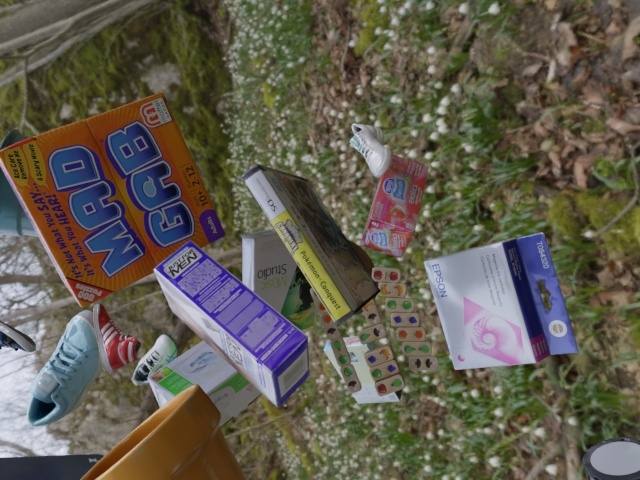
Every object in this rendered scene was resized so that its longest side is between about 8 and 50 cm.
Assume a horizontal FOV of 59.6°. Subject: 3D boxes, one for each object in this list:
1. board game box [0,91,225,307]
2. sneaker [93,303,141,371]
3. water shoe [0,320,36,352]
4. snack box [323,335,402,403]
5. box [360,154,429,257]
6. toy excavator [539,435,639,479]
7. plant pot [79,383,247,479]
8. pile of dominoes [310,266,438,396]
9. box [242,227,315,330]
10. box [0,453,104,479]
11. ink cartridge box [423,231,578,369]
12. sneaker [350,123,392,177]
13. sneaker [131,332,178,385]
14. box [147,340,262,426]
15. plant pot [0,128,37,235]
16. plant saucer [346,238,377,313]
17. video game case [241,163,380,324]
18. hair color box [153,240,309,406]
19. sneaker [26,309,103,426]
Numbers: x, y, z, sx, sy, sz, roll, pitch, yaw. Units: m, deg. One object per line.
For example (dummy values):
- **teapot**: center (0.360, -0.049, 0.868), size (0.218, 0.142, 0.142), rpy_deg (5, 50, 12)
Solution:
- **board game box**: center (-0.508, -0.107, 1.344), size (0.356, 0.356, 0.356), rpy_deg (11, 125, 60)
- **sneaker**: center (-0.345, 0.158, 0.953), size (0.042, 0.067, 0.118), rpy_deg (104, 148, -71)
- **water shoe**: center (-0.807, 0.243, 1.391), size (0.080, 0.203, 0.073), rpy_deg (-61, -5, -17)
- **snack box**: center (0.167, 0.499, 2.143), size (0.322, 0.187, 0.060), rpy_deg (60, -146, -28)
- **box**: center (0.206, -0.098, 1.536), size (0.128, 0.122, 0.257), rpy_deg (107, -178, -53)
- **toy excavator**: center (0.526, 0.415, 0.664), size (0.222, 0.433, 0.445), rpy_deg (70, 164, -8)
- **plant pot**: center (-0.185, 0.330, 0.739), size (0.188, 0.205, 0.205), rpy_deg (51, -160, -2)
- **pile of dominoes**: center (0.109, 0.181, 1.131), size (0.040, 0.196, 0.251), rpy_deg (4, -115, -83)
- **box**: center (-0.112, 0.121, 1.574), size (0.232, 0.058, 0.322), rpy_deg (-14, -66, -41)
- **box**: center (-0.660, 0.844, 1.328), size (0.297, 0.480, 0.472), rpy_deg (14, -88, -34)
- **ink cartridge box**: center (0.470, 0.171, 1.494), size (0.071, 0.330, 0.324), rpy_deg (-14, -93, -50)
- **sneaker**: center (0.122, -0.239, 1.459), size (0.094, 0.080, 0.212), rpy_deg (20, -148, -22)
- **sneaker**: center (-0.516, 0.378, 1.744), size (0.085, 0.237, 0.086), rpy_deg (42, -147, 6)
- **box**: center (-0.303, 0.397, 1.569), size (0.262, 0.231, 0.127), rpy_deg (-32, -61, -33)
- **plant pot**: center (-0.833, -0.144, 1.790), size (0.334, 0.341, 0.341), rpy_deg (13, -130, -18)
- **plant saucer**: center (0.078, 0.105, 1.807), size (0.278, 0.041, 0.278), rpy_deg (17, -125, -25)
- **video game case**: center (0.000, 0.000, 0.894), size (0.248, 0.035, 0.275), rpy_deg (57, -167, 6)
- **hair color box**: center (-0.180, 0.170, 1.152), size (0.110, 0.339, 0.185), rpy_deg (-41, -27, -26)
- **sneaker**: center (-0.672, 0.354, 1.469), size (0.366, 0.135, 0.150), rpy_deg (-65, -9, 22)
